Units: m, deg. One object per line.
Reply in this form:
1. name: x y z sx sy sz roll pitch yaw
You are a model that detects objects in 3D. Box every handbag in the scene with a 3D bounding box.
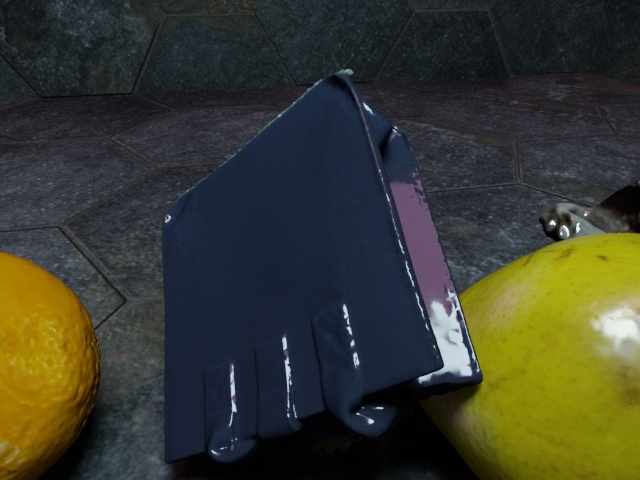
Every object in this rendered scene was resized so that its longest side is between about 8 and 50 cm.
1. handbag: -0.028 0.044 0.479 0.122 0.303 0.329 27 42 -44

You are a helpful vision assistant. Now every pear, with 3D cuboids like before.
1. pear: 0.242 0.136 0.431 0.285 0.285 0.336 -10 -13 -17

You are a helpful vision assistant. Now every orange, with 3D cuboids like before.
1. orange: -0.333 0.123 0.435 0.246 0.246 0.246 0 30 0

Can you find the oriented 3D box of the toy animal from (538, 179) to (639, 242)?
1. toy animal: 0.494 0.035 0.652 0.302 0.194 0.344 3 26 -6
